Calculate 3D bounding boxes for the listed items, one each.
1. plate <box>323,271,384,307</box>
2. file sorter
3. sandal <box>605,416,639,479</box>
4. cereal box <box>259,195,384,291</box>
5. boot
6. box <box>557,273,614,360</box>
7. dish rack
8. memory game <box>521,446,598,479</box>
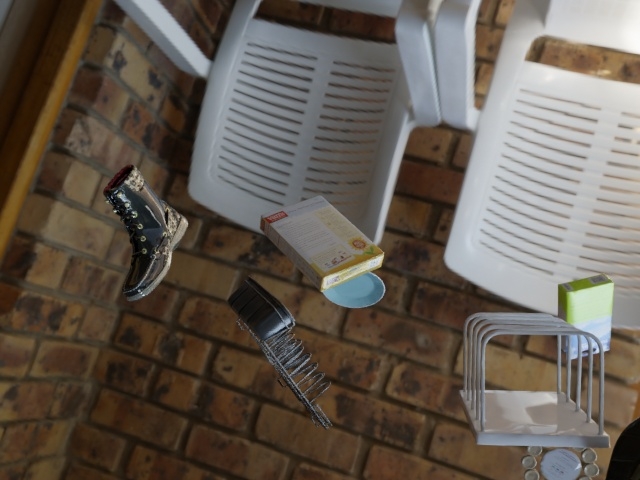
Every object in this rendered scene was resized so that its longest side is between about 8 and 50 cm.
[{"bbox_3d":[0.095,0.133,1.957,0.188,0.024,0.188,4,139,4],"label":"plate"},{"bbox_3d":[0.343,0.219,1.117,0.192,0.173,0.277,0,180,6],"label":"file sorter"},{"bbox_3d":[0.472,0.339,0.947,0.086,0.303,0.120,-22,-133,-35],"label":"sandal"},{"bbox_3d":[0.000,0.000,1.475,0.173,0.047,0.240,-20,-133,-31],"label":"cereal box"},{"bbox_3d":[-0.361,-0.017,1.283,0.085,0.236,0.179,-14,128,28],"label":"boot"},{"bbox_3d":[0.571,0.166,1.439,0.109,0.178,0.042,-12,-153,-5],"label":"box"},{"bbox_3d":[-0.060,0.205,1.186,0.271,0.074,0.208,59,168,-22],"label":"dish rack"},{"bbox_3d":[0.594,0.558,1.654,0.186,0.186,0.012,17,-165,7],"label":"memory game"}]
